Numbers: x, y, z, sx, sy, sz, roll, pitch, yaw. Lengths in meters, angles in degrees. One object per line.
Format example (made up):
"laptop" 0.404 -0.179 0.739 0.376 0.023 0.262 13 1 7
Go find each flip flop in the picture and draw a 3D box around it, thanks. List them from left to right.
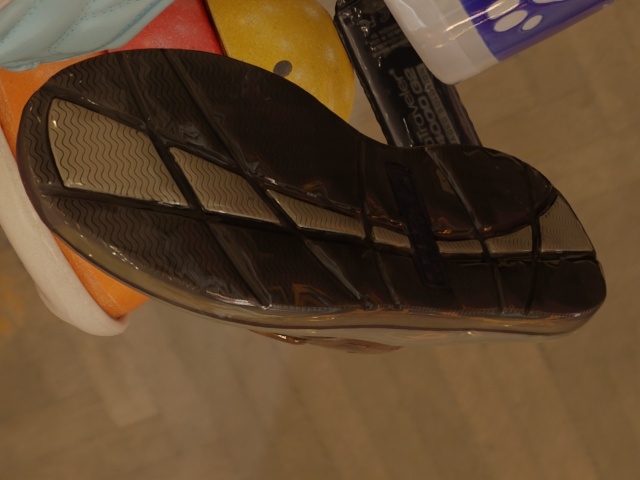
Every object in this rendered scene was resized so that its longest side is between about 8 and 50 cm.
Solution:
"flip flop" 0.000 0.000 0.713 0.080 0.277 0.112 -36 57 40

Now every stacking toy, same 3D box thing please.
"stacking toy" -0.092 -0.150 1.725 0.480 0.350 0.350 -25 98 3

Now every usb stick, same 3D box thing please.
"usb stick" 0.095 -0.093 1.547 0.077 0.045 0.278 -24 87 -6

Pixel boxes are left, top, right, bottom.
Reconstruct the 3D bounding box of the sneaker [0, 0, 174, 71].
"sneaker" -0.163 -0.120 0.878 0.366 0.150 0.135 -24 56 11

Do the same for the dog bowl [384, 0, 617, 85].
"dog bowl" 0.052 -0.215 0.873 0.104 0.265 0.265 -25 97 11
